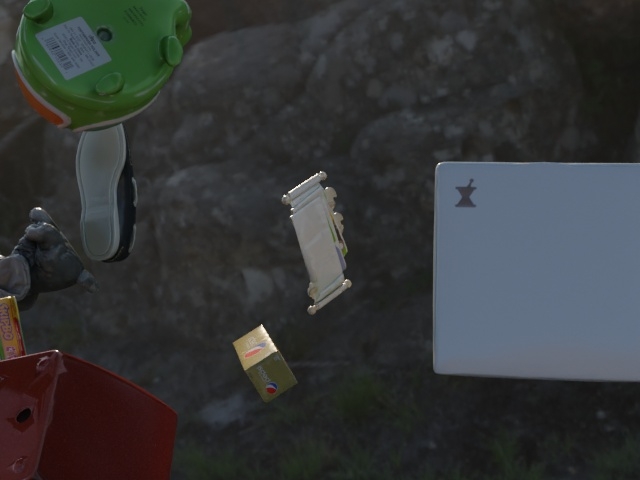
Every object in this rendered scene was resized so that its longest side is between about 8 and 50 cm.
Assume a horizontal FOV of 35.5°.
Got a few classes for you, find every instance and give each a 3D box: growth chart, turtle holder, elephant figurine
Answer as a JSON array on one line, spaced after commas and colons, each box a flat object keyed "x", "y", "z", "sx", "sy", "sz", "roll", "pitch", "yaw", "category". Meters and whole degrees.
[{"x": 0.000, "y": 0.000, "z": 1.832, "sx": 0.021, "sy": 0.237, "sz": 0.172, "roll": -10, "pitch": 7, "yaw": 34, "category": "growth chart"}, {"x": -0.360, "y": -0.316, "z": 1.634, "sx": 0.227, "sy": 0.243, "sz": 0.320, "roll": -40, "pitch": 24, "yaw": 55, "category": "turtle holder"}, {"x": -0.593, "y": 0.063, "z": 1.930, "sx": 0.239, "sy": 0.169, "sz": 0.186, "roll": -36, "pitch": 46, "yaw": -10, "category": "elephant figurine"}]

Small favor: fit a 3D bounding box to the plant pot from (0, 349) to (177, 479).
[{"x": -0.362, "y": 0.286, "z": 1.262, "sx": 0.267, "sy": 0.236, "sz": 0.267, "roll": -12, "pitch": 46, "yaw": 14, "category": "plant pot"}]

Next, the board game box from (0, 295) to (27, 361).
[{"x": -0.514, "y": 0.168, "z": 1.559, "sx": 0.039, "sy": 0.124, "sz": 0.259, "roll": -9, "pitch": -8, "yaw": -38, "category": "board game box"}]

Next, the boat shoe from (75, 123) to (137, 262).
[{"x": -0.425, "y": -0.107, "z": 2.019, "sx": 0.114, "sy": 0.303, "sz": 0.091, "roll": 3, "pitch": -3, "yaw": 21, "category": "boat shoe"}]

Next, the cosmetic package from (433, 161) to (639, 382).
[{"x": 0.356, "y": 0.046, "z": 1.659, "sx": 0.329, "sy": 0.328, "sz": 0.393, "roll": 1, "pitch": -1, "yaw": 9, "category": "cosmetic package"}]

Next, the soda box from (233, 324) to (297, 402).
[{"x": -0.087, "y": 0.185, "z": 1.531, "sx": 0.058, "sy": 0.061, "sz": 0.181, "roll": -33, "pitch": 12, "yaw": -6, "category": "soda box"}]
